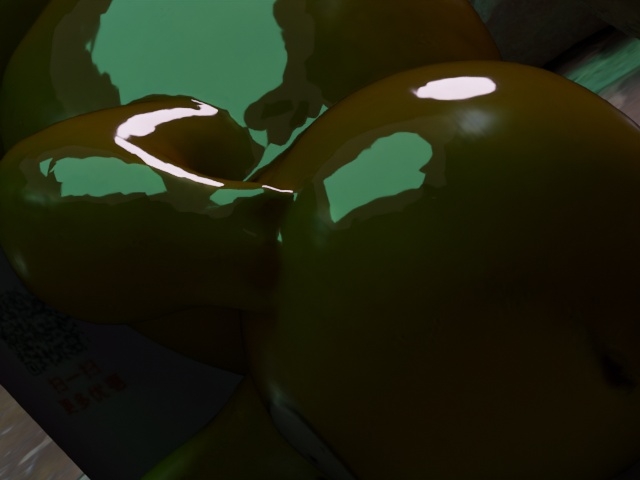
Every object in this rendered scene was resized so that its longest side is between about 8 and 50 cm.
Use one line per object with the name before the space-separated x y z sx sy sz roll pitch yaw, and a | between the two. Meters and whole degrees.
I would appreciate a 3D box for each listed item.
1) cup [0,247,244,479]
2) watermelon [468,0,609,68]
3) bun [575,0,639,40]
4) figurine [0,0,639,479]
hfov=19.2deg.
cup | -0.103 -0.041 0.728 0.203 0.288 0.203 -34 11 8
watermelon | 0.156 -0.191 1.041 0.250 0.293 0.283 1 20 -31
bun | 0.194 -0.155 0.670 0.259 0.152 0.259 -37 22 18
figurine | -0.001 -0.009 0.541 0.215 0.215 0.228 -32 55 18
